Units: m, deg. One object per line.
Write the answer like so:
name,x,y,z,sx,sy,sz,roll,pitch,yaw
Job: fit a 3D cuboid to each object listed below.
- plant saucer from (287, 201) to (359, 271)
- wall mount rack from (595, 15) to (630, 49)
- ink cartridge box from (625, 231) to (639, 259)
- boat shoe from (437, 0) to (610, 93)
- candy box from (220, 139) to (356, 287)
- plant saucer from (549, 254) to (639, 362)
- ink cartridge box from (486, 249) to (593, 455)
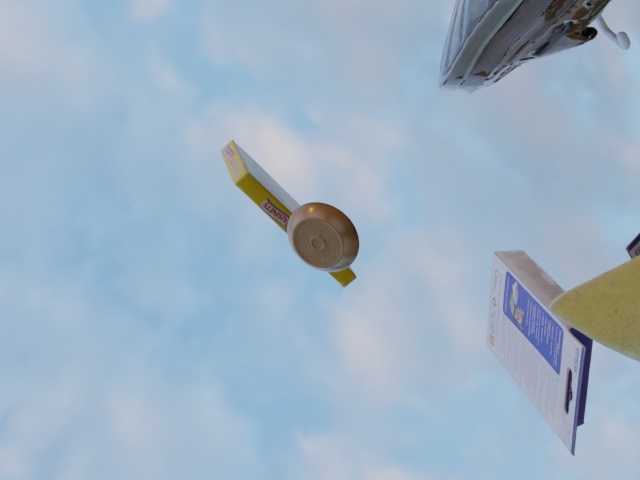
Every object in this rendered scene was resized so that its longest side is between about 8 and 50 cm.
plant saucer,0.000,0.000,1.190,0.083,0.083,0.015,52,-145,-8
wall mount rack,0.497,-0.483,1.785,0.304,0.350,0.130,48,-171,-36
ink cartridge box,0.502,0.092,1.494,0.165,0.065,0.333,-40,-70,-24
boat shoe,0.165,-0.179,0.842,0.104,0.307,0.111,12,-102,-5
candy box,-0.039,-0.032,1.376,0.206,0.027,0.105,44,-169,-29
plant saucer,0.419,0.029,0.940,0.332,0.332,0.081,4,-117,-42
ink cartridge box,0.346,0.160,1.733,0.069,0.176,0.371,-3,-159,-9
